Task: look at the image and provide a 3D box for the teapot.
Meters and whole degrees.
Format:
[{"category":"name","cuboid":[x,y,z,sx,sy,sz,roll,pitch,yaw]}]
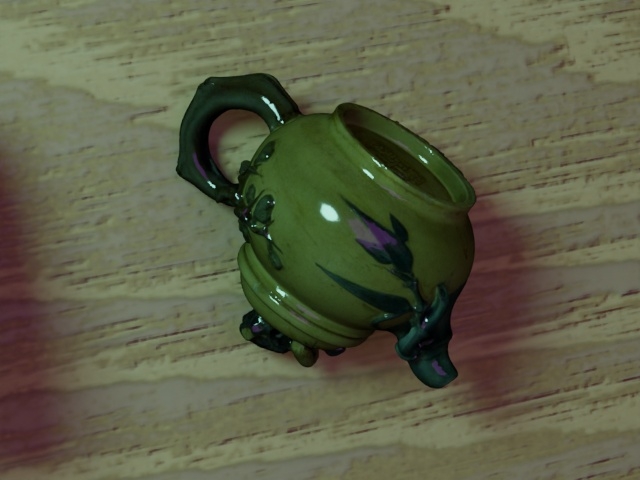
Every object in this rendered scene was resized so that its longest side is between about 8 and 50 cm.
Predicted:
[{"category":"teapot","cuboid":[0.000,0.000,1.337,0.269,0.173,0.182,38,110,8]}]
